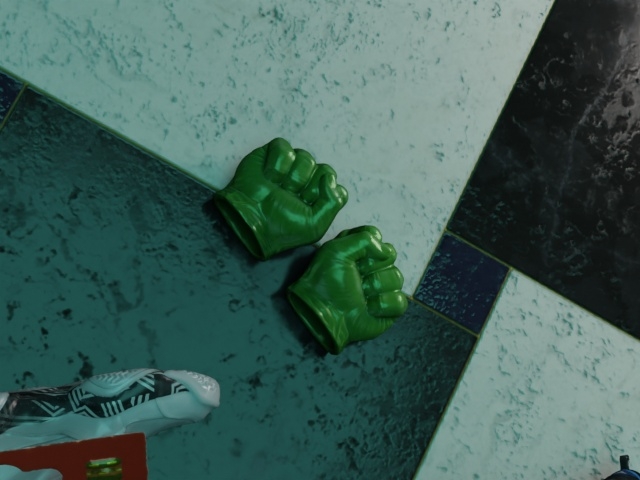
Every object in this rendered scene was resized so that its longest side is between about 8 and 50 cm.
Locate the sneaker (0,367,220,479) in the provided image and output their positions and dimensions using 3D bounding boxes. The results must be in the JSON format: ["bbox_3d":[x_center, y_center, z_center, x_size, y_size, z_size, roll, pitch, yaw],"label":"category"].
[{"bbox_3d":[-0.286,0.266,1.744,0.366,0.137,0.210,-8,84,-12],"label":"sneaker"}]

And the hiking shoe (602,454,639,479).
[{"bbox_3d":[0.396,0.435,1.919,0.113,0.132,0.304,2,101,25],"label":"hiking shoe"}]

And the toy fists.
[{"bbox_3d":[0.000,0.000,1.885,0.142,0.096,0.279,-38,91,-19],"label":"toy fists"}]

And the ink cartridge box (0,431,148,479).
[{"bbox_3d":[-0.318,0.403,1.623,0.308,0.091,0.385,-7,119,-13],"label":"ink cartridge box"}]
